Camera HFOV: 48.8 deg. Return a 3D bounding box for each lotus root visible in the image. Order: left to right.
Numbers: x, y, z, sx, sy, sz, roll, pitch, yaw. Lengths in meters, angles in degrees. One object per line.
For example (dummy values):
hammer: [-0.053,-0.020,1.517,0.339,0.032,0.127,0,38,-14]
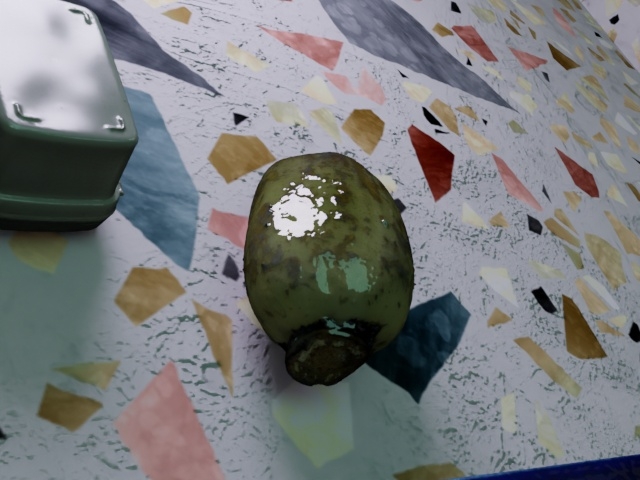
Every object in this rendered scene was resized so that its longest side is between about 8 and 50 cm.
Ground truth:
lotus root: [0.000,0.000,0.736,0.173,0.173,0.309,22,35,-22]

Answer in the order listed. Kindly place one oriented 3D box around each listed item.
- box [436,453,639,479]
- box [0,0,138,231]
box: [0.180,0.322,0.530,0.261,0.116,0.279,-3,51,-12]
box: [-0.258,-0.119,0.645,0.148,0.129,0.210,1,52,-40]
